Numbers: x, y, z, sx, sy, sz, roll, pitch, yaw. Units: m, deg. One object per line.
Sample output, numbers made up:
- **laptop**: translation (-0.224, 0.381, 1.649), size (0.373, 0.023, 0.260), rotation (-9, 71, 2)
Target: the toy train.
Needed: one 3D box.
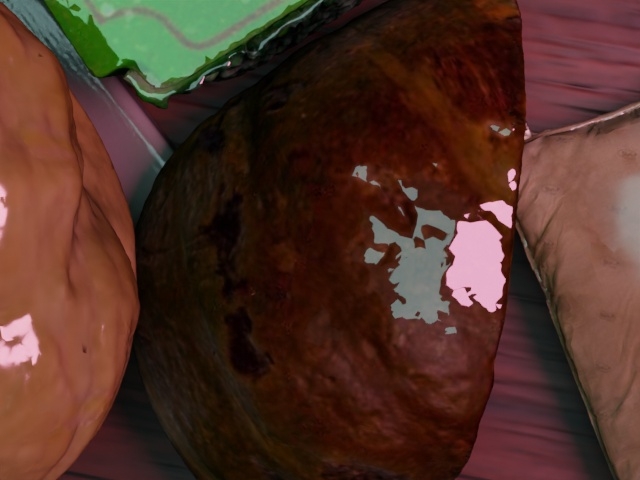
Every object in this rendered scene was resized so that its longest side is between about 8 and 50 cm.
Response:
- **toy train**: translation (-0.053, -0.186, 0.846), size (0.243, 0.132, 0.188), rotation (-31, 93, 7)

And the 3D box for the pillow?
- **pillow**: translation (0.219, 0.053, 0.851), size (0.185, 0.075, 0.302), rotation (-21, 90, 5)

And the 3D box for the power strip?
- **power strip**: translation (-0.116, -0.049, 0.902), size (0.060, 0.027, 0.253), rotation (-38, 88, 4)

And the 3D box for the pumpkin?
- **pumpkin**: translation (0.000, 0.000, 0.820), size (0.169, 0.148, 0.312), rotation (9, 88, -15)

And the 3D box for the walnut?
- **walnut**: translation (-0.221, 0.009, 0.787), size (0.253, 0.282, 0.277), rotation (-18, 91, 1)
